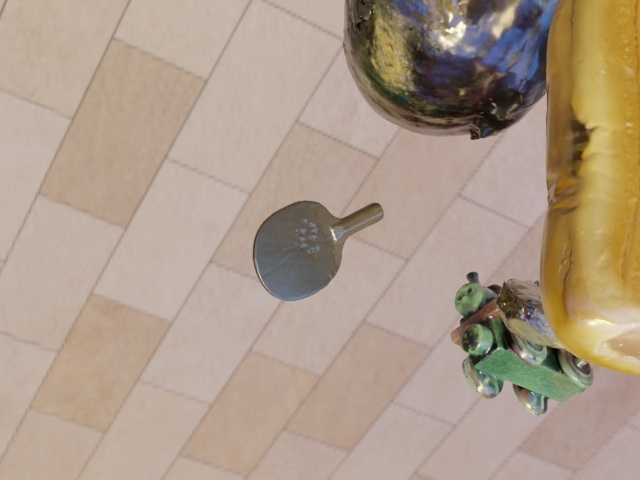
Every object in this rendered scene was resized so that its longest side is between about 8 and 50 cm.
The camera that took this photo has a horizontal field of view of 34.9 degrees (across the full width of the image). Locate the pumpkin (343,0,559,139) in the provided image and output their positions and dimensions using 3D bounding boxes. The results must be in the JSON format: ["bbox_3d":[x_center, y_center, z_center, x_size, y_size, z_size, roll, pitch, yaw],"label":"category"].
[{"bbox_3d":[0.215,-0.369,1.539,0.343,0.454,0.454,26,121,-2],"label":"pumpkin"}]

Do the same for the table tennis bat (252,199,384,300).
[{"bbox_3d":[0.000,0.000,1.434,0.234,0.022,0.131,-26,106,-34],"label":"table tennis bat"}]

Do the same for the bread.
[{"bbox_3d":[0.232,-0.052,0.752,0.141,0.305,0.091,9,155,-5],"label":"bread"}]

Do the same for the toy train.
[{"bbox_3d":[0.352,0.172,1.802,0.304,0.222,0.150,24,129,-35],"label":"toy train"}]

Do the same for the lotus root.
[{"bbox_3d":[0.306,0.112,1.454,0.144,0.143,0.070,13,109,-38],"label":"lotus root"}]
